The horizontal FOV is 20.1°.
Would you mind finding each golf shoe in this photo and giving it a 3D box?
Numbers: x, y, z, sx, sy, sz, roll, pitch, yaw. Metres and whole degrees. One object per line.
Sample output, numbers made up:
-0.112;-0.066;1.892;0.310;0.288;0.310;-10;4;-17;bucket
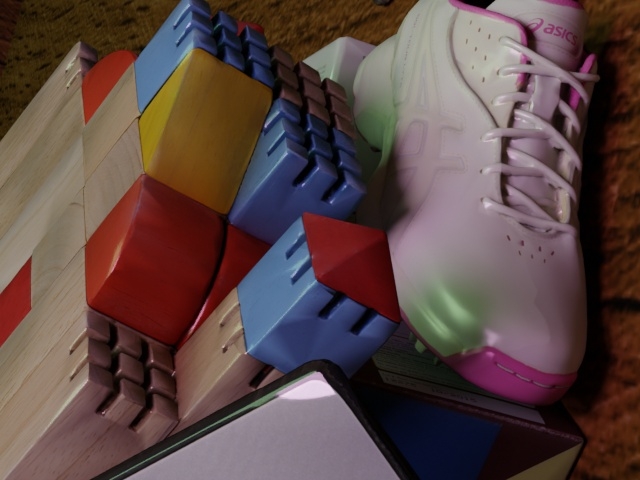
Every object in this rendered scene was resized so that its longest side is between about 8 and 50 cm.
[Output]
0.089;-0.050;0.931;0.140;0.115;0.306;-56;26;32;golf shoe

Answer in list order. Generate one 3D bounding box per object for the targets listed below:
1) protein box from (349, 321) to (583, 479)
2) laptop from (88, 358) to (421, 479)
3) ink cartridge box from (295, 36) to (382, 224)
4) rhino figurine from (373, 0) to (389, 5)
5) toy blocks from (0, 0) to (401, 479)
0.010;0.124;0.959;0.201;0.136;0.200;-118;48;-63;protein box
-0.061;0.328;0.672;0.382;0.408;0.236;-30;9;30;laptop
0.000;0.000;1.152;0.160;0.092;0.219;162;122;-67;ink cartridge box
0.046;-0.283;1.237;0.073;0.106;0.243;-101;33;-51;rhino figurine
-0.085;0.003;0.903;0.261;0.190;0.381;-48;29;24;toy blocks
